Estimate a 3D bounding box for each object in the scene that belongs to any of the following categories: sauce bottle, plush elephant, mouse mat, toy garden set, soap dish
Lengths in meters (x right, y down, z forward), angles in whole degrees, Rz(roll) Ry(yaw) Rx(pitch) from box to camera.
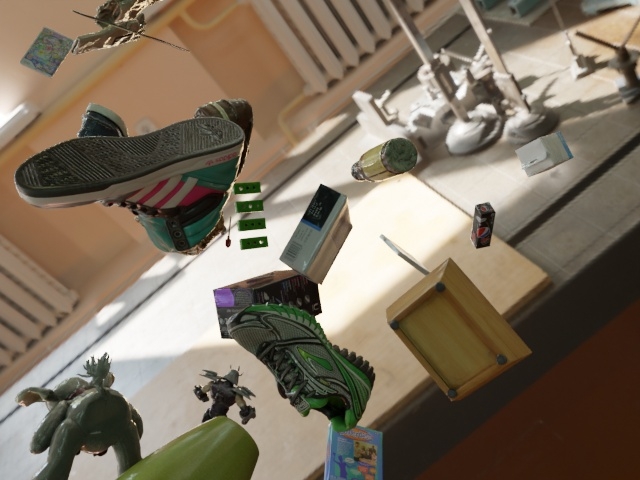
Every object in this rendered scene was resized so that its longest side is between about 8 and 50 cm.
[{"bbox_3d":[0.182,-0.240,1.896,0.111,0.111,0.344,-49,13,-13],"label":"sauce bottle"},{"bbox_3d":[-0.595,0.440,1.505,0.256,0.272,0.329,-10,78,49],"label":"plush elephant"},{"bbox_3d":[-0.364,-0.406,1.187,0.152,0.190,0.007,-38,-32,-76],"label":"mouse mat"},{"bbox_3d":[-0.303,-0.084,2.206,0.204,0.244,0.049,-7,-1,-32],"label":"toy garden set"},{"bbox_3d":[0.315,0.222,1.451,0.229,0.290,0.118,-44,-10,30],"label":"soap dish"}]

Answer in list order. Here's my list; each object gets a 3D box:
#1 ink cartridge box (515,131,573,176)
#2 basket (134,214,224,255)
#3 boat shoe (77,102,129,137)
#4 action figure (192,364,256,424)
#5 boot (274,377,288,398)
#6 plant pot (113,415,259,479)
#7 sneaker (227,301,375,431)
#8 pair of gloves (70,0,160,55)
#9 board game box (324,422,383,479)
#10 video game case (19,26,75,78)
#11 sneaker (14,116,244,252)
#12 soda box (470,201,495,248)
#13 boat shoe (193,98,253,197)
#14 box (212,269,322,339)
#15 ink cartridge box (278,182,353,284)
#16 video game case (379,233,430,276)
[{"bbox_3d":[0.645,-0.249,1.766,0.143,0.089,0.092,-19,-8,-42],"label":"ink cartridge box"},{"bbox_3d":[-0.440,-0.090,2.060,0.299,0.213,0.223,-3,47,52],"label":"basket"},{"bbox_3d":[-0.399,-0.168,1.176,0.254,0.095,0.079,106,-172,-73],"label":"boat shoe"},{"bbox_3d":[-0.272,0.459,1.594,0.186,0.099,0.284,20,85,28],"label":"action figure"},{"bbox_3d":[-0.061,0.448,2.186,0.229,0.262,0.091,-18,39,-7],"label":"boot"},{"bbox_3d":[-0.275,0.537,1.327,0.275,0.274,0.293,-6,27,44],"label":"plant pot"},{"bbox_3d":[-0.033,0.240,1.161,0.134,0.344,0.146,-38,24,39],"label":"sneaker"},{"bbox_3d":[-0.461,-0.514,1.429,0.240,0.042,0.204,-25,12,45],"label":"pair of gloves"},{"bbox_3d":[0.095,0.618,1.710,0.210,0.160,0.047,-82,12,-53],"label":"board game box"},{"bbox_3d":[-0.704,-0.486,1.571,0.011,0.087,0.121,126,168,-72],"label":"video game case"},{"bbox_3d":[-0.245,-0.056,0.828,0.296,0.178,0.124,-18,48,-30],"label":"sneaker"},{"bbox_3d":[0.560,-0.050,2.101,0.054,0.168,0.060,-12,45,-5],"label":"soda box"},{"bbox_3d":[-0.159,-0.135,1.022,0.095,0.095,0.257,-34,-15,-31],"label":"boat shoe"},{"bbox_3d":[-0.143,0.174,1.709,0.165,0.143,0.270,-5,7,38],"label":"box"},{"bbox_3d":[0.000,0.000,1.253,0.165,0.065,0.332,-62,-9,-6],"label":"ink cartridge box"},{"bbox_3d":[0.268,0.048,1.918,0.019,0.157,0.143,-52,29,7],"label":"video game case"}]
